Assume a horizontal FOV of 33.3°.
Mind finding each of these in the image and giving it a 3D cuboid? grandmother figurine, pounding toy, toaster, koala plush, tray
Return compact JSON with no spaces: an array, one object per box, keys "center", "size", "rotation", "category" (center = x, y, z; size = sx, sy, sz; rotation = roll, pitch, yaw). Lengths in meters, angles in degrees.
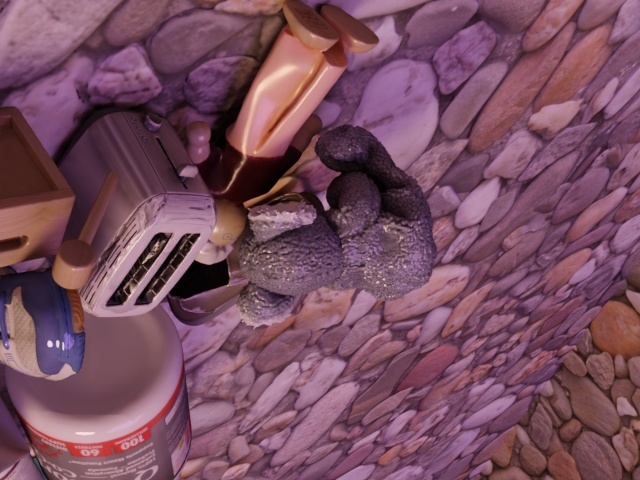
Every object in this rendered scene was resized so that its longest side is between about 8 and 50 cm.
[{"center":[-0.076,-0.109,1.230],"size":[0.208,0.104,0.342],"rotation":[2,131,-41],"category":"grandmother figurine"},{"center":[-0.278,-0.019,0.991],"size":[0.181,0.206,0.094],"rotation":[-14,146,-40],"category":"pounding toy"},{"center":[-0.214,-0.019,1.140],"size":[0.129,0.146,0.227],"rotation":[4,132,-53],"category":"toaster"},{"center":[0.000,0.000,1.242],"size":[0.221,0.203,0.196],"rotation":[-16,136,-37],"category":"koala plush"},{"center":[-0.379,0.187,1.162],"size":[0.030,0.145,0.270],"rotation":[-31,178,-9],"category":"tray"}]

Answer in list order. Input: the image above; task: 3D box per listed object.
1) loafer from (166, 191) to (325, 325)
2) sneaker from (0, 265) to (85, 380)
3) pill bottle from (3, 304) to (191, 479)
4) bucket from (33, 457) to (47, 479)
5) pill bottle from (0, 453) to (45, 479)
[{"center":[-0.101,0.022,1.410],"size":[0.251,0.094,0.087],"rotation":[-39,158,2],"category":"loafer"},{"center":[-0.333,0.081,1.042],"size":[0.131,0.112,0.296],"rotation":[-3,-177,-37],"category":"sneaker"},{"center":[-0.274,0.229,1.394],"size":[0.210,0.210,0.363],"rotation":[-28,152,-20],"category":"pill bottle"},{"center":[-0.418,0.466,1.629],"size":[0.281,0.183,0.281],"rotation":[-29,152,-17],"category":"bucket"},{"center":[-0.419,0.303,1.352],"size":[0.121,0.121,0.221],"rotation":[-29,124,-17],"category":"pill bottle"}]
